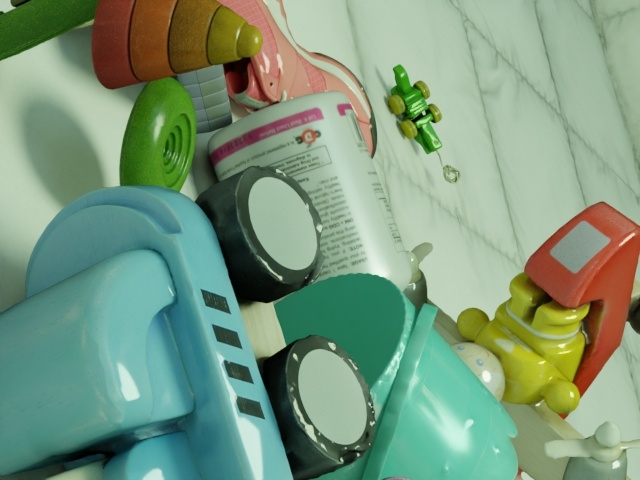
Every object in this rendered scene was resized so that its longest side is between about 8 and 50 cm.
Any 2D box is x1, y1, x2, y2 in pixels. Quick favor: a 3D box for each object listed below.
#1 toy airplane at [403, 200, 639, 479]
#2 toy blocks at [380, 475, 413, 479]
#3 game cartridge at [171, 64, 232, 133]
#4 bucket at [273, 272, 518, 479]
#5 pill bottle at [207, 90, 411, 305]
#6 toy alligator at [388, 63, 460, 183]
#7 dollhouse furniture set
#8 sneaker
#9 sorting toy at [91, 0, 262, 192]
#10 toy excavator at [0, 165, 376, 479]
[{"bbox_3d":[0.200,0.171,1.842,0.272,0.386,0.384,2,78,-50],"label":"toy airplane"},{"bbox_3d":[0.014,0.348,1.344,0.288,0.309,0.260,56,-18,-9],"label":"toy blocks"},{"bbox_3d":[-0.163,-0.303,1.667,0.230,0.068,0.355,102,-27,-73],"label":"game cartridge"},{"bbox_3d":[0.026,0.175,1.514,0.183,0.281,0.281,52,27,-28],"label":"bucket"},{"bbox_3d":[0.000,0.000,1.736,0.160,0.160,0.283,-9,78,-67],"label":"pill bottle"},{"bbox_3d":[0.142,-0.164,2.360,0.189,0.056,0.051,62,-18,-14],"label":"toy alligator"},{"bbox_3d":[-0.231,-0.294,1.493,0.197,0.151,0.301,65,22,-8],"label":"dollhouse furniture set"},{"bbox_3d":[-0.058,-0.175,1.871,0.314,0.116,0.136,49,38,-25],"label":"sneaker"},{"bbox_3d":[-0.100,-0.090,1.445,0.365,0.126,0.127,85,22,-48],"label":"sorting toy"},{"bbox_3d":[-0.169,0.172,1.197,0.445,0.222,0.432,-4,74,-53],"label":"toy excavator"}]
